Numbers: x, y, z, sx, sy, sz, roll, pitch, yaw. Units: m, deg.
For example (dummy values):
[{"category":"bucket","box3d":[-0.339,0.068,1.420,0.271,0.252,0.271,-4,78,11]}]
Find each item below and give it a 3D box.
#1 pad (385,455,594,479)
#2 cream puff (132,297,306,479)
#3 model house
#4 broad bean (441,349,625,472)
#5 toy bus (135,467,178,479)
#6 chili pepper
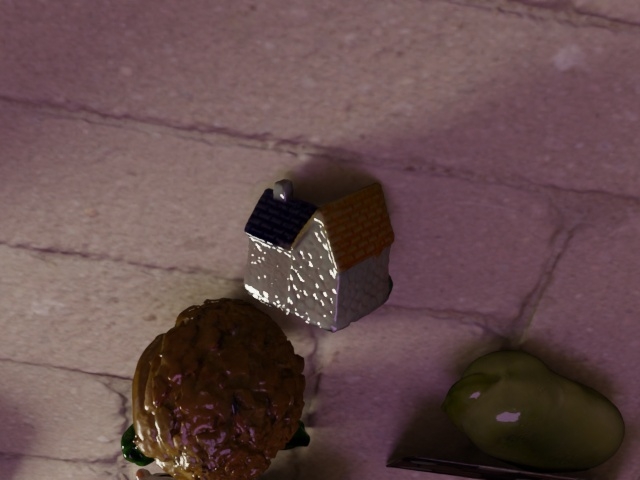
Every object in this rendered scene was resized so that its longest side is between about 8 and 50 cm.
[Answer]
[{"category":"pad","box3d":[0.188,0.228,1.246,0.234,0.003,0.158,9,166,-4]},{"category":"cream puff","box3d":[-0.080,0.131,1.102,0.150,0.165,0.115,-2,176,-39]},{"category":"model house","box3d":[0.000,0.000,1.019,0.100,0.087,0.100,20,120,31]},{"category":"broad bean","box3d":[0.189,0.162,1.169,0.124,0.082,0.174,-26,130,38]},{"category":"toy bus","box3d":[-0.076,0.307,1.243,0.179,0.143,0.305,11,170,18]},{"category":"chili pepper","box3d":[-0.102,0.181,1.246,0.182,0.050,0.073,-1,131,3]}]
